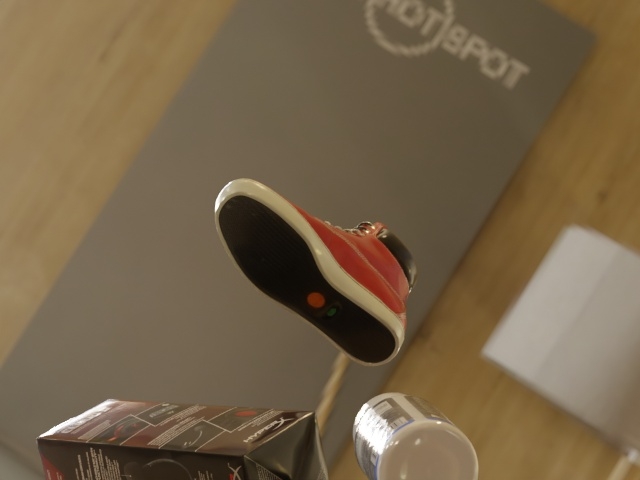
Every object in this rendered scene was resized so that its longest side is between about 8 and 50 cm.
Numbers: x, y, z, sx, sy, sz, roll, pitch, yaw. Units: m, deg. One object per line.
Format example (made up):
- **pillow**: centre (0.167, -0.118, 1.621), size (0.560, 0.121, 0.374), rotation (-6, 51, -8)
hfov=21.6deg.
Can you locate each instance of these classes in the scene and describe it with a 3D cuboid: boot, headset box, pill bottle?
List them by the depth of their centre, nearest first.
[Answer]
- **pill bottle**: centre (0.069, 0.164, 1.307), size (0.078, 0.078, 0.137), rotation (33, 1, -12)
- **headset box**: centre (-0.127, 0.269, 1.560), size (0.293, 0.218, 0.110), rotation (-2, 16, 38)
- **boot**: centre (0.000, 0.000, 1.750), size (0.244, 0.088, 0.176), rotation (43, 31, -15)
